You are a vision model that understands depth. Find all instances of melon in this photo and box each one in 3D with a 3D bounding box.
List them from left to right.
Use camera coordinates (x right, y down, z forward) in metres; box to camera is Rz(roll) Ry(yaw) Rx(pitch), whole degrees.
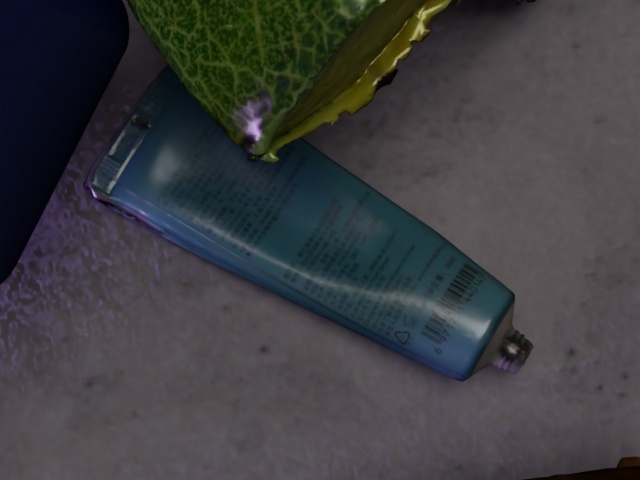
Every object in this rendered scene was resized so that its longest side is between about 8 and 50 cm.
[{"bbox_3d":[0.019,-0.171,0.511,0.169,0.129,0.265,42,48,11],"label":"melon"}]

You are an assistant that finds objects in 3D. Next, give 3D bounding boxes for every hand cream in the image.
[{"bbox_3d":[0.000,0.000,0.577,0.224,0.048,0.083,32,78,6],"label":"hand cream"}]

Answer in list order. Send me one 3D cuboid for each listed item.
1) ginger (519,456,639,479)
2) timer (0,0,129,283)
[{"bbox_3d":[0.019,0.234,0.472,0.418,0.176,0.254,-23,91,-7],"label":"ginger"},{"bbox_3d":[-0.254,0.039,0.458,0.270,0.270,0.383,18,93,-3],"label":"timer"}]
